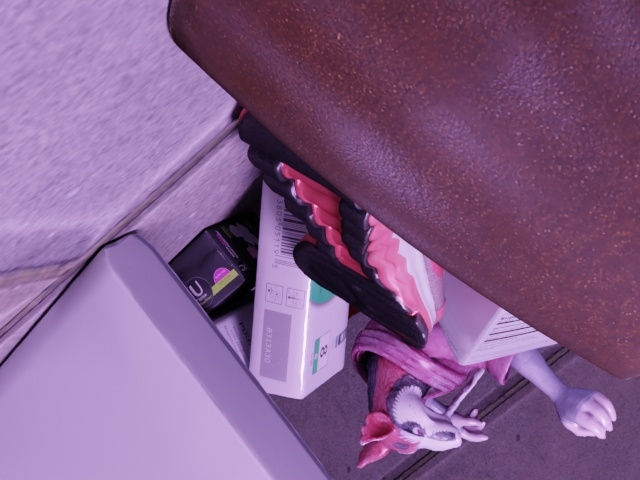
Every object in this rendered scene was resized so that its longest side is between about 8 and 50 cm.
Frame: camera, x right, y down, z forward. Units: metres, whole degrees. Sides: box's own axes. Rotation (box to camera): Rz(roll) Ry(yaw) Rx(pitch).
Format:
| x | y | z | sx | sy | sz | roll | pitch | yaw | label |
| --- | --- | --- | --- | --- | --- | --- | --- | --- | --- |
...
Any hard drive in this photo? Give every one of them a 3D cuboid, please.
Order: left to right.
| x | y | z | sx | sy | sz | roll | pitch | yaw | label |
| --- | --- | --- | --- | --- | --- | --- | --- | --- | --- |
| -0.156 | 0.185 | 0.839 | 0.353 | 0.233 | 0.047 | -44 | 172 | 38 | hard drive |

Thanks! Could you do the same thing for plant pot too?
| x | y | z | sx | sy | sz | roll | pitch | yaw | label |
| --- | --- | --- | --- | --- | --- | --- | --- | --- | --- |
| 0.092 | -0.064 | 0.493 | 0.215 | 0.230 | 0.215 | -38 | 174 | -5 | plant pot |

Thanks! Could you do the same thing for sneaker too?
| x | y | z | sx | sy | sz | roll | pitch | yaw | label |
| --- | --- | --- | --- | --- | --- | --- | --- | --- | --- |
| 0.054 | -0.035 | 0.778 | 0.136 | 0.116 | 0.314 | -51 | 156 | -15 | sneaker |

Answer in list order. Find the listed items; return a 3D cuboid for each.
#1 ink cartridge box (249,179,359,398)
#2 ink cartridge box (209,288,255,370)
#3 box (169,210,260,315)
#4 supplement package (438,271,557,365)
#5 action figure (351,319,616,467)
| x | y | z | sx | sy | sz | roll | pitch | yaw | label |
| --- | --- | --- | --- | --- | --- | --- | --- | --- | --- |
| 0.017 | 0.011 | 0.985 | 0.225 | 0.056 | 0.180 | -25 | 123 | -61 | ink cartridge box |
| -0.129 | 0.103 | 0.997 | 0.189 | 0.066 | 0.232 | -20 | 179 | 25 | ink cartridge box |
| -0.077 | 0.020 | 0.965 | 0.062 | 0.052 | 0.083 | -41 | 173 | 26 | box |
| 0.162 | -0.046 | 0.910 | 0.149 | 0.194 | 0.203 | -11 | 150 | -24 | supplement package |
| 0.129 | 0.049 | 1.058 | 0.370 | 0.275 | 0.248 | -43 | -173 | -38 | action figure |
